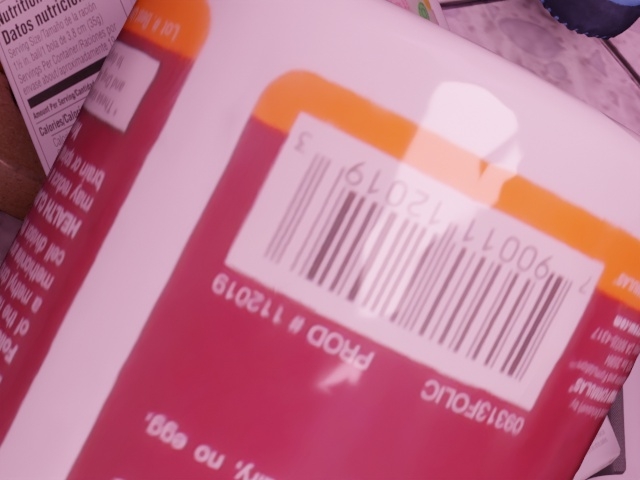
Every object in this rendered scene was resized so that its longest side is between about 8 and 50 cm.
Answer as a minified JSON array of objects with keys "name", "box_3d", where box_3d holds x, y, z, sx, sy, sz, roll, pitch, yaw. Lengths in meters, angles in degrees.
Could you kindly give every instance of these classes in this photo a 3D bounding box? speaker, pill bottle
[{"name":"speaker","box_3d":[0.163,0.116,1.055,0.055,0.055,0.136,18,44,-11]},{"name":"pill bottle","box_3d":[-0.042,0.106,0.692,0.224,0.392,0.224,28,3,-2]}]

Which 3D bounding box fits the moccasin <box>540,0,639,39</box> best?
[{"name":"moccasin","box_3d":[0.161,-0.248,1.362,0.137,0.117,0.342,23,37,-24]}]

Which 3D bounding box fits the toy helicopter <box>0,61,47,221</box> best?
[{"name":"toy helicopter","box_3d":[-0.065,-0.030,1.026,0.355,0.140,0.235,23,35,-25]}]

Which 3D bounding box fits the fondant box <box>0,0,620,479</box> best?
[{"name":"fondant box","box_3d":[0.000,0.000,0.922,0.238,0.096,0.330,-19,88,-53]}]
